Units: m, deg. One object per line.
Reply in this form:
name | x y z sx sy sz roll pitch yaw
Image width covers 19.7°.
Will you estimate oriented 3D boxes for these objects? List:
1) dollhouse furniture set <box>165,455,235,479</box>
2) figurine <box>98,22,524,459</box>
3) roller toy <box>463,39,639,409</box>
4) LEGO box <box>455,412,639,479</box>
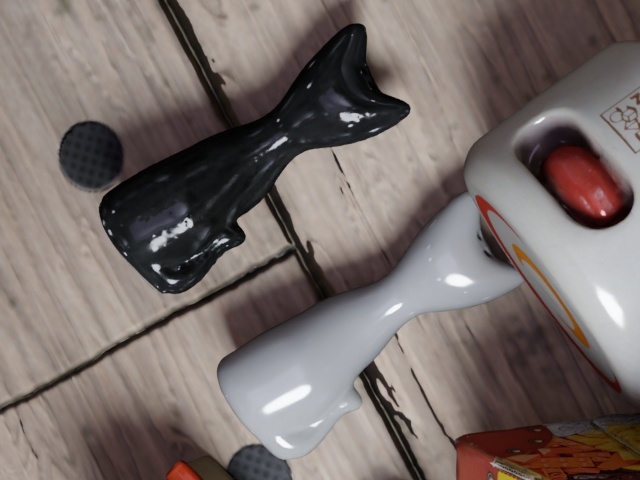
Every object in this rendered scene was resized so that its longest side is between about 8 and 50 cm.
dollhouse furniture set | -0.031 0.268 1.197 0.259 0.135 0.262 43 104 8
figurine | 0.000 0.000 1.192 0.209 0.092 0.215 -36 86 12
roller toy | 0.190 -0.012 1.070 0.146 0.209 0.191 -36 99 0
LEGO box | 0.241 0.367 0.991 0.193 0.372 0.500 -4 97 -24
